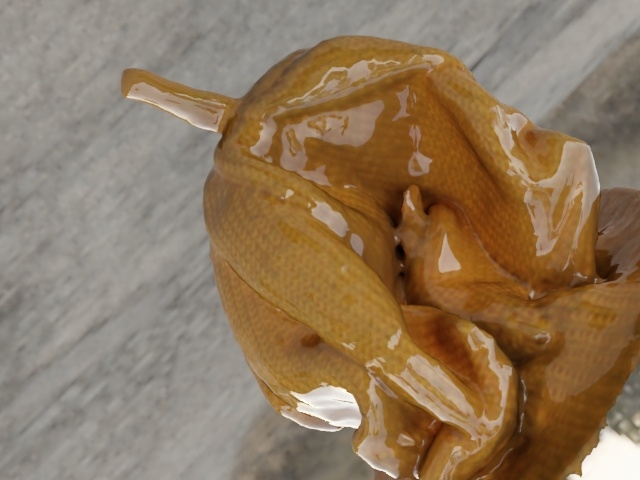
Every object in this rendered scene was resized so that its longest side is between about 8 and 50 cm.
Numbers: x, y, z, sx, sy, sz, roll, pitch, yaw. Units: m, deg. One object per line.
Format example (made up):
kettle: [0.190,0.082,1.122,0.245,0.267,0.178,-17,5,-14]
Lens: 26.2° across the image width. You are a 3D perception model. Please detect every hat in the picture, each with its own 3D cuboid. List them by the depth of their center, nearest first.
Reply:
hat: [0.000,0.000,0.629,0.233,0.233,0.244,-34,-157,57]
